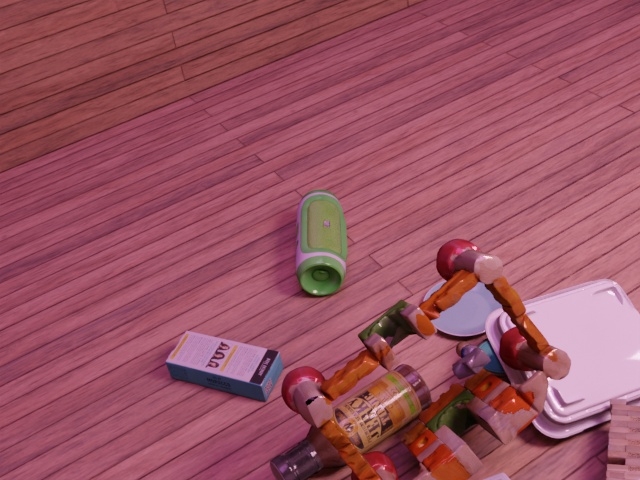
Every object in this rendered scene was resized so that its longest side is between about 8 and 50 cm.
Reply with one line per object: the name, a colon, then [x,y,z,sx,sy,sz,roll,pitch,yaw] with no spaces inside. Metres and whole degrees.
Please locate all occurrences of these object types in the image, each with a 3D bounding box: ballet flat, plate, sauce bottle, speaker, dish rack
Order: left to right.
speaker: [0.000,0.000,1.913,0.131,0.131,0.297,-6,40,4]
sauce bottle: [0.062,0.373,1.477,0.344,0.112,0.111,-31,45,-22]
plate: [0.332,0.158,1.742,0.188,0.024,0.188,-5,40,4]
ballet flat: [0.433,0.235,1.580,0.280,0.096,0.095,-15,65,-17]
dish rack: [0.530,0.217,1.507,0.332,0.072,0.286,-14,61,-17]

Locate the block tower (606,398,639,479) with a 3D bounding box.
block tower: [0.541,0.409,1.285,0.097,0.091,0.335,-1,25,23]

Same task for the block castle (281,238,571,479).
block castle: [0.187,0.241,1.349,0.453,0.303,0.213,-39,9,-6]

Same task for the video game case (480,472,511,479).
video game case: [0.284,0.477,1.241,0.173,0.022,0.190,-12,27,-18]

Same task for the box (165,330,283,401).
box: [-0.214,0.279,1.676,0.244,0.060,0.101,10,44,21]
